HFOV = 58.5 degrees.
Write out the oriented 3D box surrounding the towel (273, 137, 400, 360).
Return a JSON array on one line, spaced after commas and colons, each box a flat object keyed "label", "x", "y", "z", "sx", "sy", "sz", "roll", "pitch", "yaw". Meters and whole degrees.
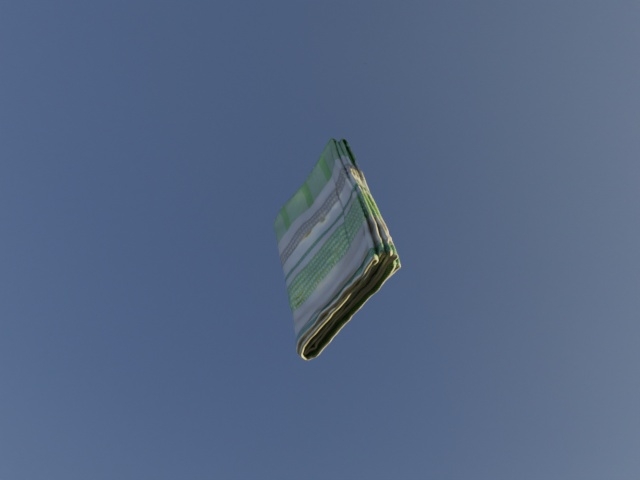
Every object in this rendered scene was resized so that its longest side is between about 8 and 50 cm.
[{"label": "towel", "x": 0.000, "y": 0.000, "z": 0.440, "sx": 0.023, "sy": 0.152, "sz": 0.113, "roll": 21, "pitch": -57, "yaw": -31}]
